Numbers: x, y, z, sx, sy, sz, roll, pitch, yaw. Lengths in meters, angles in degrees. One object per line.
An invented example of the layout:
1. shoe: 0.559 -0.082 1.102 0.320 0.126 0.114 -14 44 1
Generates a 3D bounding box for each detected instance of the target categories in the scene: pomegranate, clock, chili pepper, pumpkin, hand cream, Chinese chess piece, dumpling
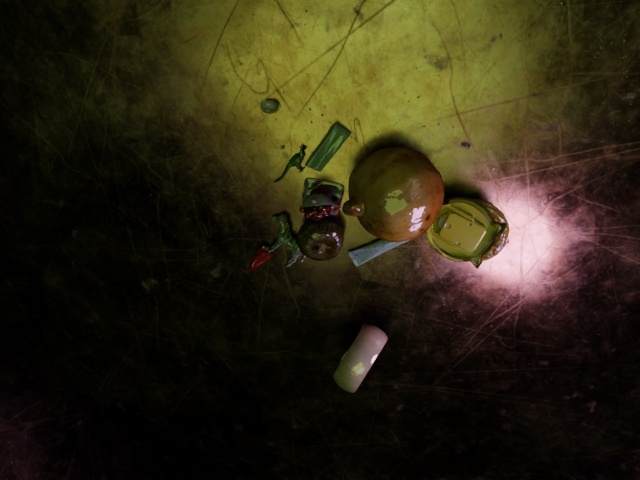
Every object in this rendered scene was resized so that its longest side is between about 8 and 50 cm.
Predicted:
1. pomegranate: 0.269 -0.174 1.596 0.411 0.410 0.409 3 115 6
2. clock: 0.583 -0.045 1.678 0.294 0.071 0.277 35 127 11
3. chili pepper: -0.301 0.097 1.980 0.088 0.064 0.169 26 125 -33
4. pumpkin: 0.000 0.000 1.820 0.219 0.162 0.218 -3 130 -4
5. hand cream: 0.288 0.025 1.867 0.332 0.058 0.085 -27 110 18
6. Chinese chess piece: 0.193 0.570 1.979 0.141 0.338 0.337 30 116 14
7. dumpling: -0.207 -0.549 1.669 0.052 0.076 0.057 17 114 25

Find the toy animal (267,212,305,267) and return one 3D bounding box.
1. toy animal: -0.176 0.010 1.906 0.170 0.089 0.255 -28 111 14

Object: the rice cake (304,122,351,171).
1. rice cake: 0.028 -0.386 1.714 0.085 0.040 0.226 29 115 -26

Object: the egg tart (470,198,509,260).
1. egg tart: 0.659 -0.046 1.755 0.291 0.115 0.289 6 112 14

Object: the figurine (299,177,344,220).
1. figurine: -0.004 -0.152 1.731 0.184 0.226 0.160 11 114 2

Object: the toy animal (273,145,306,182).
1. toy animal: -0.118 -0.312 1.777 0.075 0.041 0.217 35 118 -12
